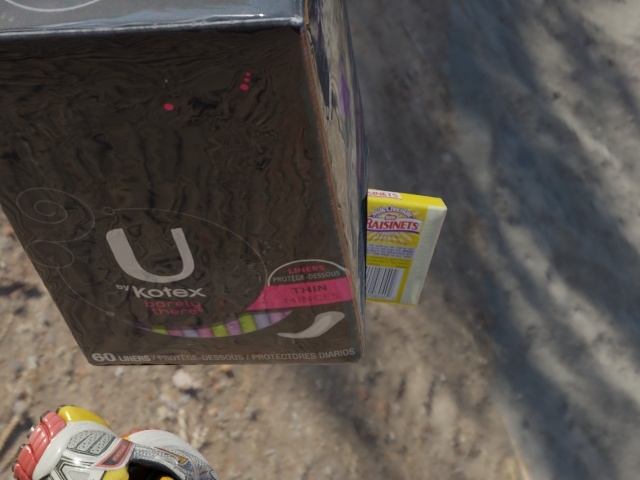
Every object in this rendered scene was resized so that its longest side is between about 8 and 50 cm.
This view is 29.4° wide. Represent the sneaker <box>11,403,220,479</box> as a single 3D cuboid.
[{"bbox_3d":[-0.136,0.195,0.926,0.093,0.088,0.225,29,-2,30],"label":"sneaker"}]

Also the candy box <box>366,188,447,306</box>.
[{"bbox_3d":[0.000,0.000,1.072,0.206,0.105,0.027,7,26,-15],"label":"candy box"}]

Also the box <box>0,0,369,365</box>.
[{"bbox_3d":[-0.067,-0.060,0.617,0.270,0.165,0.143,77,13,-54],"label":"box"}]
